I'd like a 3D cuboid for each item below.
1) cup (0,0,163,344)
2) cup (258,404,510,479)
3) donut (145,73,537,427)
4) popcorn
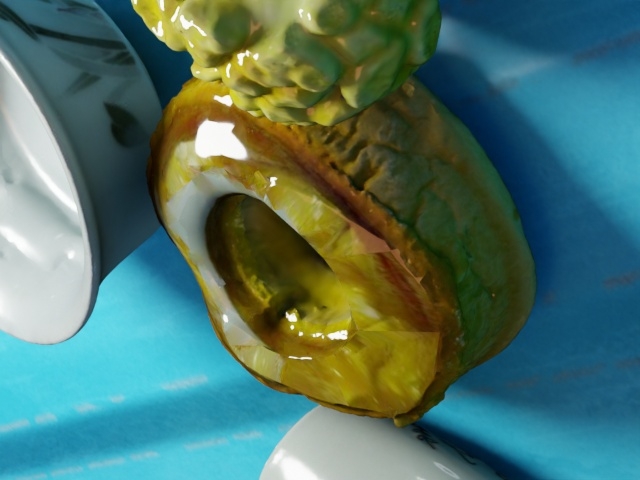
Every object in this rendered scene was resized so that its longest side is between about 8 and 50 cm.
[{"bbox_3d":[-0.249,-0.099,1.524,0.347,0.163,0.347,32,140,32],"label":"cup"},{"bbox_3d":[0.080,0.267,1.530,0.234,0.186,0.258,35,167,30],"label":"cup"},{"bbox_3d":[0.000,0.000,1.383,0.330,0.160,0.330,32,143,28],"label":"donut"},{"bbox_3d":[-0.011,-0.191,1.220,0.181,0.217,0.235,46,180,-43],"label":"popcorn"}]
